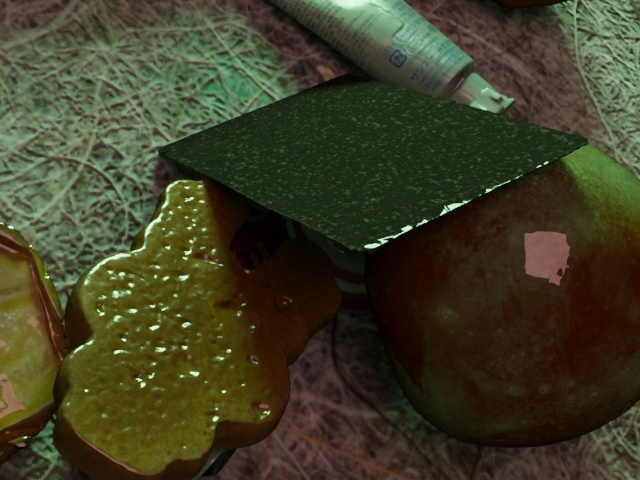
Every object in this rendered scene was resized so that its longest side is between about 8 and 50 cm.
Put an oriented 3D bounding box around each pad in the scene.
[{"bbox_3d":[0.027,-0.077,0.871,0.220,0.330,0.004,-25,119,-24],"label":"pad"}]

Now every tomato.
[{"bbox_3d":[0.178,0.036,0.873,0.270,0.223,0.270,11,75,-45],"label":"tomato"}]

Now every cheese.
[{"bbox_3d":[0.000,0.000,0.940,0.244,0.062,0.155,-20,79,-24],"label":"cheese"}]

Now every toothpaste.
[{"bbox_3d":[0.056,-0.206,1.042,0.299,0.073,0.114,41,63,8],"label":"toothpaste"}]

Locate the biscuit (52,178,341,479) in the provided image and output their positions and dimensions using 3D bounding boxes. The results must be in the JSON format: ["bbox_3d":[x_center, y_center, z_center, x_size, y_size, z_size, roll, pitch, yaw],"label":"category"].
[{"bbox_3d":[-0.097,0.068,0.791,0.186,0.044,0.295,34,41,3],"label":"biscuit"}]

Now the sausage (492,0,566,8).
[{"bbox_3d":[0.172,-0.331,1.091,0.258,0.133,0.133,28,64,-6],"label":"sausage"}]

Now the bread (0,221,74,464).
[{"bbox_3d":[-0.285,0.083,0.790,0.199,0.104,0.199,8,68,-21],"label":"bread"}]

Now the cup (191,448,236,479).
[{"bbox_3d":[-0.105,0.116,0.841,0.129,0.095,0.128,43,62,2],"label":"cup"}]
